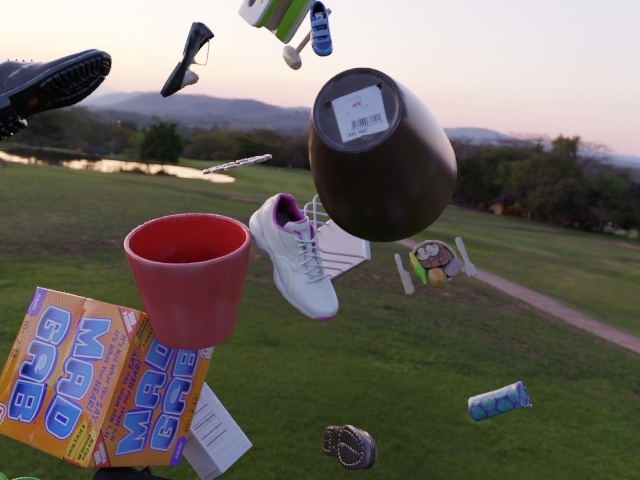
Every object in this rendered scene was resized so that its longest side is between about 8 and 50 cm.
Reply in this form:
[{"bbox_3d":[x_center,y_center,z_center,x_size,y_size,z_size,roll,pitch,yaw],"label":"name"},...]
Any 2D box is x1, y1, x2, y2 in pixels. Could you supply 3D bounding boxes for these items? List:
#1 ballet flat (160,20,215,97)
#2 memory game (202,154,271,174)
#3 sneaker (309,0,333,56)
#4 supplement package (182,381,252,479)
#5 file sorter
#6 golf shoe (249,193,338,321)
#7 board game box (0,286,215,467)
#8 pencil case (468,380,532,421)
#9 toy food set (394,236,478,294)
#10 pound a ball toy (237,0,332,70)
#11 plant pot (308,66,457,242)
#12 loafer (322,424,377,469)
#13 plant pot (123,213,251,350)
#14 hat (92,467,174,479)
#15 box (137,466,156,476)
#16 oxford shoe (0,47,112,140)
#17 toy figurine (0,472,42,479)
[{"bbox_3d":[-0.437,-0.590,1.854,0.096,0.280,0.095,26,10,-12],"label":"ballet flat"},{"bbox_3d":[-0.216,-0.196,1.428,0.186,0.012,0.186,-12,12,3],"label":"memory game"},{"bbox_3d":[-0.001,-0.505,1.323,0.053,0.144,0.059,-9,-18,-1],"label":"sneaker"},{"bbox_3d":[-0.351,0.584,1.689,0.244,0.139,0.134,51,42,7],"label":"supplement package"},{"bbox_3d":[0.000,0.000,1.674,0.173,0.193,0.277,8,-23,-26],"label":"file sorter"},{"bbox_3d":[-0.049,0.033,1.219,0.115,0.140,0.306,-23,72,-39],"label":"golf shoe"},{"bbox_3d":[-0.558,0.365,1.464,0.356,0.356,0.356,8,-17,24],"label":"board game box"},{"bbox_3d":[0.445,0.404,1.386,0.151,0.065,0.070,-32,-24,36],"label":"pencil case"},{"bbox_3d":[0.295,0.057,1.422,0.192,0.132,0.038,-16,-23,-4],"label":"toy food set"},{"bbox_3d":[-0.071,-0.628,1.418,0.208,0.319,0.136,10,34,-48],"label":"pound a ball toy"},{"bbox_3d":[0.071,-0.126,0.743,0.215,0.215,0.230,10,-9,16],"label":"plant pot"},{"bbox_3d":[0.120,0.698,1.897,0.130,0.134,0.366,13,-12,-15],"label":"loafer"},{"bbox_3d":[-0.295,0.098,1.275,0.274,0.243,0.275,2,26,-1],"label":"plant pot"},{"bbox_3d":[-0.385,0.639,1.223,0.331,0.134,0.331,25,-5,2],"label":"hat"},{"bbox_3d":[-0.470,0.756,1.470,0.168,0.203,0.167,-29,33,-20],"label":"box"},{"bbox_3d":[-0.415,-0.236,0.805,0.227,0.083,0.096,-34,76,-26],"label":"oxford shoe"},{"bbox_3d":[-0.559,0.511,1.038,0.173,0.159,0.130,31,59,8],"label":"toy figurine"}]
